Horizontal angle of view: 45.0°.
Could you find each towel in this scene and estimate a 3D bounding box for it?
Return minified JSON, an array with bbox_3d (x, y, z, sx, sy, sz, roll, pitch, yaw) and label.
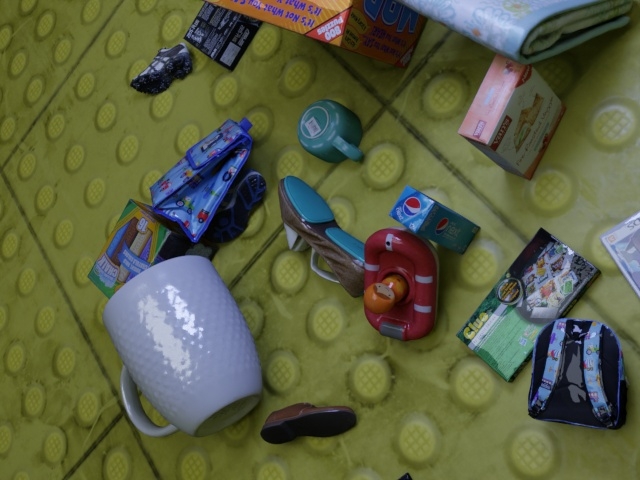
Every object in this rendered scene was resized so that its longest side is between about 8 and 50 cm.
[{"bbox_3d":[0.347,-0.440,1.400,0.320,0.374,0.090,36,135,35],"label":"towel"}]

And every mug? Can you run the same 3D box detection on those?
[{"bbox_3d":[-0.311,0.275,1.701,0.374,0.276,0.328,-44,66,23],"label":"mug"},{"bbox_3d":[0.024,-0.245,1.707,0.157,0.097,0.130,7,82,36],"label":"mug"}]

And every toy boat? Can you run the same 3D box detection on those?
[{"bbox_3d":[0.135,0.092,1.469,0.151,0.151,0.231,11,112,31],"label":"toy boat"}]

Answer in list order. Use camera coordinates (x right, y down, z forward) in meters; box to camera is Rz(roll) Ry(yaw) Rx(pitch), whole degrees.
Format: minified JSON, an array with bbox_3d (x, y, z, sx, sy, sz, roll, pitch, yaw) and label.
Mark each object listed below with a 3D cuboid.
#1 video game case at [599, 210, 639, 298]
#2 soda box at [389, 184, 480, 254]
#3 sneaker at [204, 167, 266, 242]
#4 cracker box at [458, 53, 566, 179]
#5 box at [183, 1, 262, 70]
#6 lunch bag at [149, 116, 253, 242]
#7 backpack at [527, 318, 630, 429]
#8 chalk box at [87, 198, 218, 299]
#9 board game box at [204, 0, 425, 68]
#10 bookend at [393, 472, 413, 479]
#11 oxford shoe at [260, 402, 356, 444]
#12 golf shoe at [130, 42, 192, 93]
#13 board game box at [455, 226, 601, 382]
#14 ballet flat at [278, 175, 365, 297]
[{"bbox_3d":[0.599,0.025,1.290,0.183,0.023,0.201,-37,60,21],"label":"video game case"},{"bbox_3d":[0.217,-0.036,1.450,0.071,0.210,0.067,37,99,35],"label":"soda box"},{"bbox_3d":[-0.205,-0.082,1.847,0.211,0.080,0.081,-50,33,14],"label":"sneaker"},{"bbox_3d":[0.351,-0.217,1.393,0.067,0.232,0.156,29,95,36],"label":"cracker box"},{"bbox_3d":[-0.245,-0.551,1.982,0.147,0.077,0.180,39,100,35],"label":"box"},{"bbox_3d":[-0.258,-0.167,1.827,0.293,0.138,0.221,-49,20,2],"label":"lunch bag"},{"bbox_3d":[0.435,0.221,1.293,0.158,0.117,0.173,0,78,35],"label":"backpack"},{"bbox_3d":[-0.423,0.079,1.879,0.179,0.180,0.289,36,98,35],"label":"chalk box"},{"bbox_3d":[0.019,-0.588,1.558,0.356,0.356,0.356,25,105,23],"label":"board game box"},{"bbox_3d":[0.139,0.510,1.396,0.072,0.157,0.156,-43,59,17],"label":"bookend"},{"bbox_3d":[-0.023,0.364,1.604,0.212,0.076,0.076,-12,31,21],"label":"oxford shoe"},{"bbox_3d":[-0.431,-0.467,2.099,0.198,0.077,0.094,-20,56,22],"label":"golf shoe"},{"bbox_3d":[0.377,0.118,1.415,0.136,0.030,0.260,43,103,32],"label":"board game box"},{"bbox_3d":[0.000,0.000,1.669,0.342,0.116,0.124,44,122,30],"label":"ballet flat"}]
